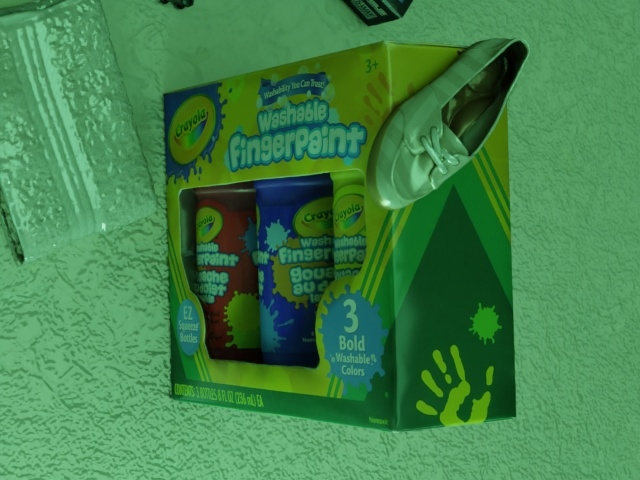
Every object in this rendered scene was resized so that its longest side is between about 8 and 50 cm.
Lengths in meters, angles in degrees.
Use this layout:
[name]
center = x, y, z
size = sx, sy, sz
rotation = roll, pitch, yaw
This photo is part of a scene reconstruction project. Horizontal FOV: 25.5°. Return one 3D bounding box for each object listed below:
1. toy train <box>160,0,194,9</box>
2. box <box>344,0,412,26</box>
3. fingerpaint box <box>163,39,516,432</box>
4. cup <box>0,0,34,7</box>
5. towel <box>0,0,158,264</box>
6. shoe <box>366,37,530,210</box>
[toy train]
center = -0.215, -0.306, 1.634
size = 0.158, 0.027, 0.036
rotation = 13, 78, -34
[box]
center = 0.076, -0.471, 1.812
size = 0.242, 0.076, 0.307
rotation = 43, 66, -26
[fingerpaint box]
center = 0.000, 0.000, 1.522
size = 0.163, 0.445, 0.371
rotation = -1, 90, -34
[cup]
center = -0.330, -0.390, 1.359
size = 0.331, 0.237, 0.331
rotation = -2, 100, -12
[towel]
center = -0.293, -0.134, 1.562
size = 0.187, 0.049, 0.282
rotation = -23, 102, -33
[shoe]
center = 0.120, -0.114, 1.302
size = 0.076, 0.058, 0.219
rotation = 50, 64, -21
